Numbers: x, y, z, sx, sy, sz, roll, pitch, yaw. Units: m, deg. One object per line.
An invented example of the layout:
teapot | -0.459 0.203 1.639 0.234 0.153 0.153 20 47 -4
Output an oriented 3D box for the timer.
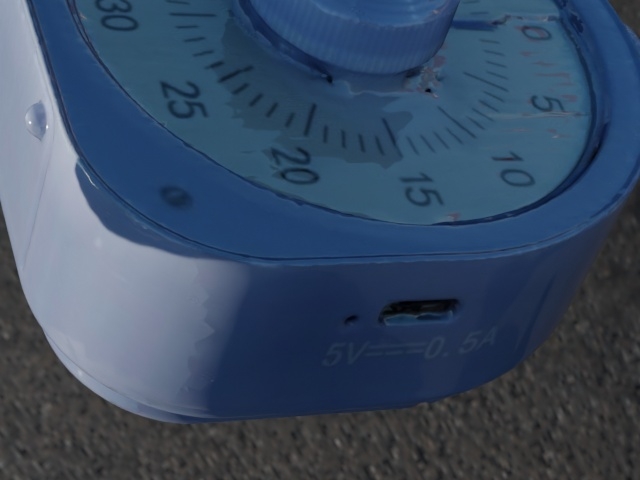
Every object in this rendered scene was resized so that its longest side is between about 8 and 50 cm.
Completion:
timer | 0.010 -0.092 0.879 0.395 0.173 0.395 11 42 -10
